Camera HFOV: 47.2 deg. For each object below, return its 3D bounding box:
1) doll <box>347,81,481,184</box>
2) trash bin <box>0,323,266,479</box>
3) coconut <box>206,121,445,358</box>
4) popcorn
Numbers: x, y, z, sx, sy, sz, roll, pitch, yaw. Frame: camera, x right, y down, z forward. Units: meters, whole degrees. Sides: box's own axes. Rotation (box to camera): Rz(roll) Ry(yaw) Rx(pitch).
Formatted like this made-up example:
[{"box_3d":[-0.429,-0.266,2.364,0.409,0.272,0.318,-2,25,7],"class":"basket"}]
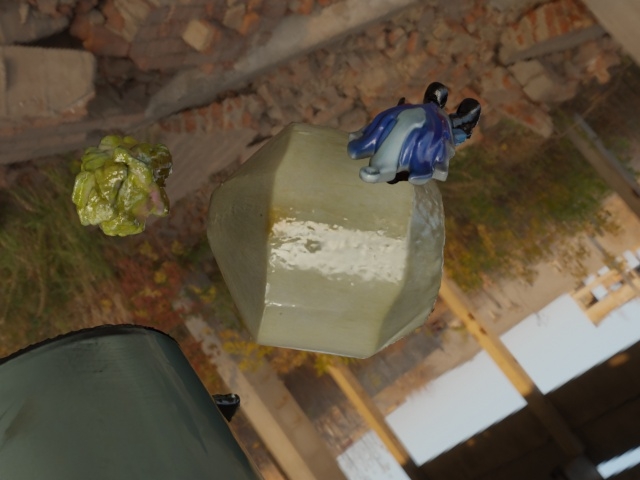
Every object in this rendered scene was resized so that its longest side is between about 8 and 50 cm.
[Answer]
[{"box_3d":[0.085,-0.091,0.663,0.195,0.096,0.070,-42,150,-48],"class":"doll"},{"box_3d":[-0.117,0.218,0.452,0.277,0.262,0.217,-9,138,-45],"class":"trash bin"},{"box_3d":[0.000,0.000,0.950,0.323,0.323,0.323,-35,169,-8],"class":"coconut"},{"box_3d":[-0.267,-0.075,0.992,0.126,0.125,0.145,-6,-152,21],"class":"popcorn"}]
